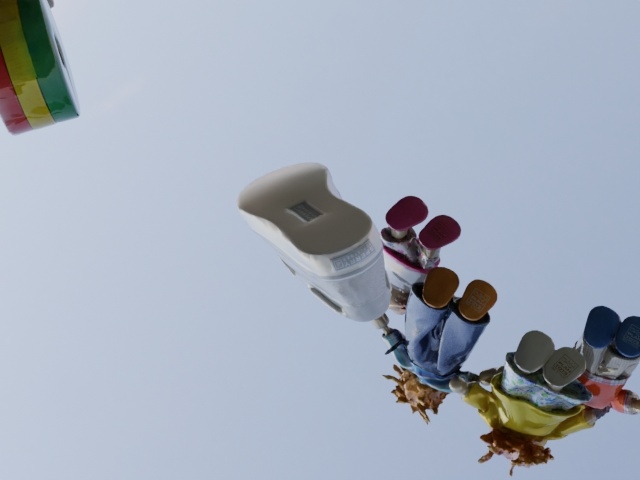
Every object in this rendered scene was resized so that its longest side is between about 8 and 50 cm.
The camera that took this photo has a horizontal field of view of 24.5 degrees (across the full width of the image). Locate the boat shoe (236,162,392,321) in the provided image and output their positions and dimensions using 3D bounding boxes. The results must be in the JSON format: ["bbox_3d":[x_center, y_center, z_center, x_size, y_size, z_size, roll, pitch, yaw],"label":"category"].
[{"bbox_3d":[0.000,0.000,0.923,0.066,0.063,0.184,-27,-156,-15],"label":"boat shoe"}]

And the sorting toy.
[{"bbox_3d":[-0.144,-0.171,0.518,0.046,0.132,0.274,-16,-123,-3],"label":"sorting toy"}]

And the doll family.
[{"bbox_3d":[0.115,0.092,1.118,0.263,0.163,0.118,31,-119,13],"label":"doll family"}]
